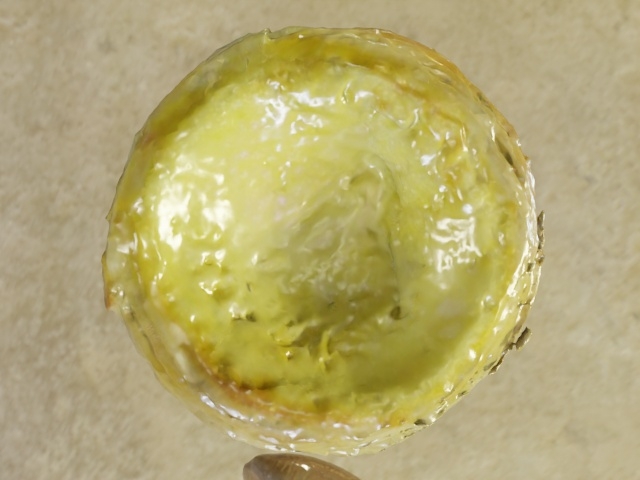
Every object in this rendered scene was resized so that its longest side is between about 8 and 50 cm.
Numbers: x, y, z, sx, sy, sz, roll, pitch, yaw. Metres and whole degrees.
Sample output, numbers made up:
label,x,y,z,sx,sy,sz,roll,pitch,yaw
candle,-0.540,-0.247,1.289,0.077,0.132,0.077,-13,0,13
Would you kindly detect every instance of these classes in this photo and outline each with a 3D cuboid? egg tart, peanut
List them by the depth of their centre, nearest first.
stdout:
label,x,y,z,sx,sy,sz,roll,pitch,yaw
egg tart,0.000,0.000,1.027,0.315,0.120,0.315,0,87,-4
peanut,0.002,0.225,1.210,0.152,0.076,0.076,25,57,8
